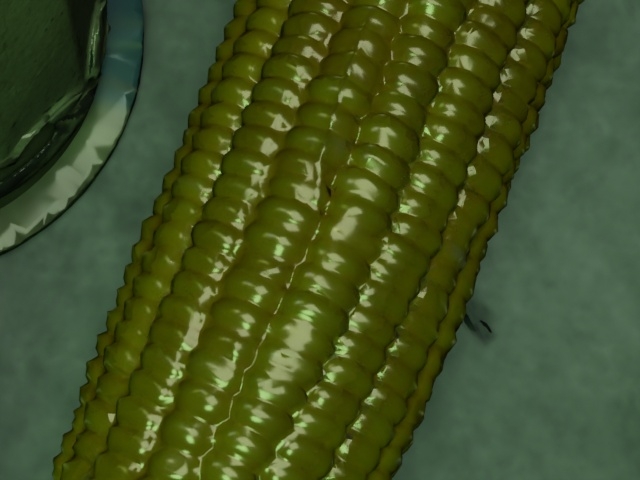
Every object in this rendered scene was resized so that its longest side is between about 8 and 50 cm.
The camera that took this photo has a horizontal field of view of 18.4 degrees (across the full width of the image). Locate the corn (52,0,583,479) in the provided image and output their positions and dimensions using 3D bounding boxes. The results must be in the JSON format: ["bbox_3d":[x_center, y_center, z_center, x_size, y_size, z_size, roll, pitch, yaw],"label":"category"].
[{"bbox_3d":[0.000,0.000,0.730,0.131,0.131,0.344,21,74,-1],"label":"corn"}]

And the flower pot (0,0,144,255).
[{"bbox_3d":[-0.169,-0.105,0.703,0.212,0.202,0.212,1,76,-4],"label":"flower pot"}]
